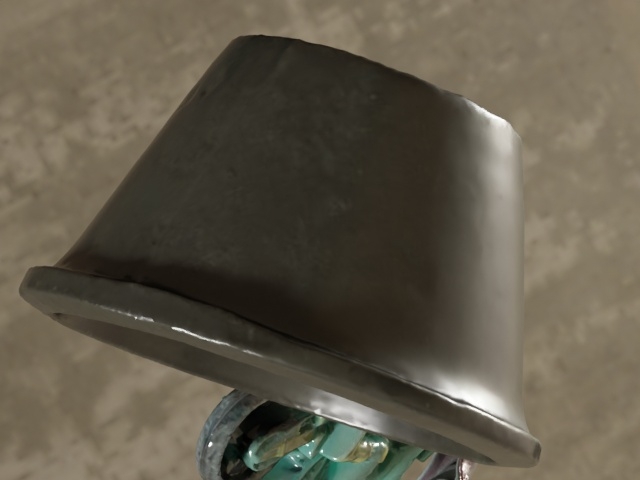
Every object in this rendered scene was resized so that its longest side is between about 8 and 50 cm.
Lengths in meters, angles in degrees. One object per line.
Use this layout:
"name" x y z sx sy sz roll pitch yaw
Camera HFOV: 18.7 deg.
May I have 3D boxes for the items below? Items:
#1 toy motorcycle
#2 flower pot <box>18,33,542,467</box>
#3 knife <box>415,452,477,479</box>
"toy motorcycle" 0.018 0.121 1.393 0.296 0.109 0.198 -25 136 -39
"flower pot" 0.000 0.000 0.972 0.269 0.269 0.166 148 -40 -79
"knife" 0.110 0.130 1.547 0.123 0.053 0.278 -20 -138 56
